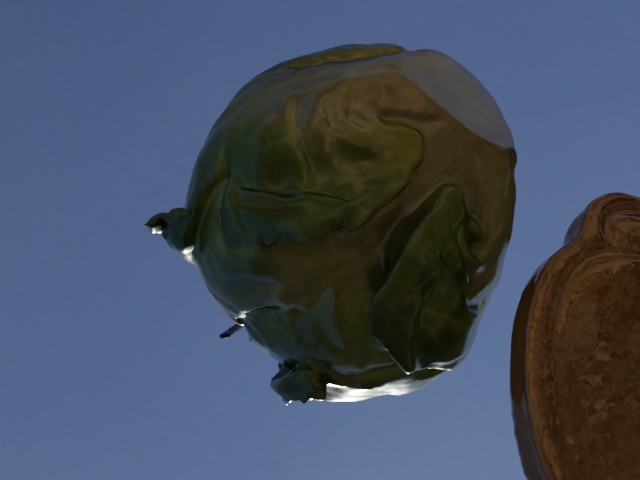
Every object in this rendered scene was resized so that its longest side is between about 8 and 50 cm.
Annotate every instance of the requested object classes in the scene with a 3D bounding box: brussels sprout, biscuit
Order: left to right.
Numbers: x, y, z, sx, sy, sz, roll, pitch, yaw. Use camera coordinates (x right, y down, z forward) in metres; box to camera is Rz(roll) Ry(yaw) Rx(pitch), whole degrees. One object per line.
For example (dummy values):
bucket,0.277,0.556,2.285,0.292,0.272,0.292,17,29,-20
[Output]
brussels sprout,0.020,-0.011,1.146,0.259,0.227,0.294,37,-74,-6
biscuit,0.298,0.106,1.116,0.351,0.057,0.312,-7,-107,-26

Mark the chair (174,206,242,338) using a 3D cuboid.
chair,0.000,0.000,1.466,0.170,0.159,0.325,68,-157,1
